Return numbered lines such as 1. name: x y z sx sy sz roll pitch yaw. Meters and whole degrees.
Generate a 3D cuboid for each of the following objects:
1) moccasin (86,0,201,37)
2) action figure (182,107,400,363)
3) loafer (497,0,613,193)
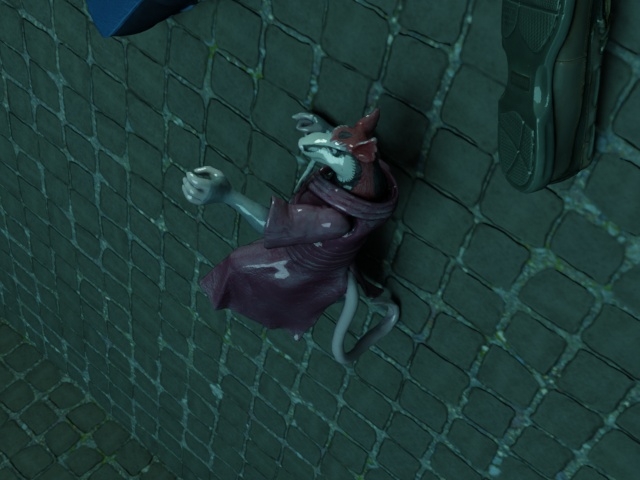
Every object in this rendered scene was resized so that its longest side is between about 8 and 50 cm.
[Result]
1. moccasin: -0.166 -0.337 0.922 0.342 0.116 0.138 -4 105 53
2. action figure: 0.000 0.000 0.918 0.276 0.248 0.370 45 145 6
3. loafer: 0.214 -0.171 0.712 0.096 0.084 0.268 -124 26 -51
